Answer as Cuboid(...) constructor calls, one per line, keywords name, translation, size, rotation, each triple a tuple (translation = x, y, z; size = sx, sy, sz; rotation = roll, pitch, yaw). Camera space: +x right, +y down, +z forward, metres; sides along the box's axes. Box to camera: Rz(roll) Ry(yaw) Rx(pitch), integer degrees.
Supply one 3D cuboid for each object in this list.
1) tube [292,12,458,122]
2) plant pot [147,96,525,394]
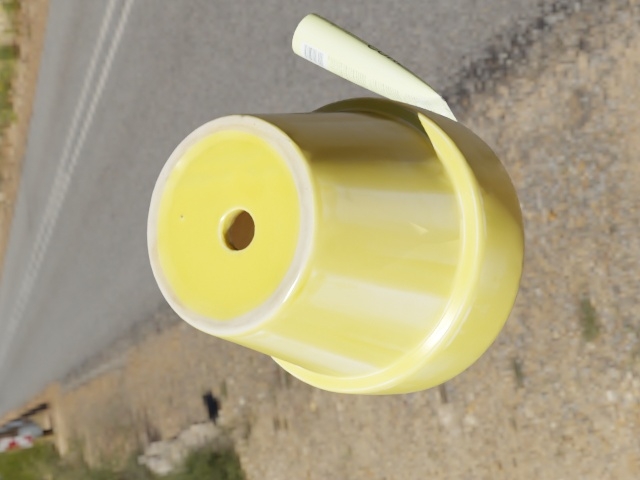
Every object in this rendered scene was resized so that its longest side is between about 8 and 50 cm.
Cuboid(name="tube", translation=(0.074, -0.223, 1.556), size=(0.240, 0.070, 0.062), rotation=(32, 129, 23))
Cuboid(name="plant pot", translation=(0.000, 0.000, 0.952), size=(0.254, 0.239, 0.254), rotation=(-4, 83, 35))
